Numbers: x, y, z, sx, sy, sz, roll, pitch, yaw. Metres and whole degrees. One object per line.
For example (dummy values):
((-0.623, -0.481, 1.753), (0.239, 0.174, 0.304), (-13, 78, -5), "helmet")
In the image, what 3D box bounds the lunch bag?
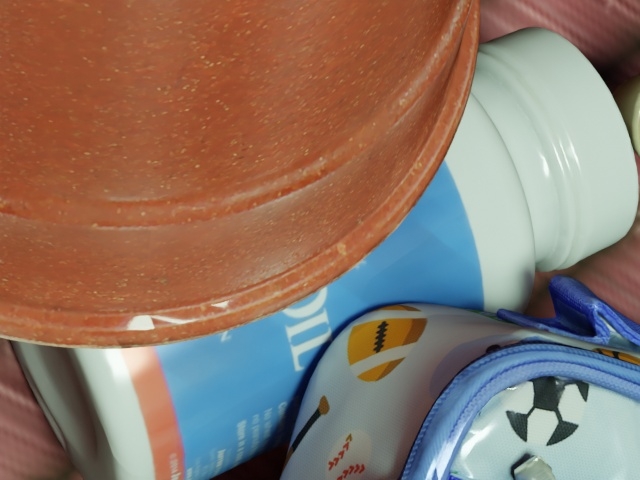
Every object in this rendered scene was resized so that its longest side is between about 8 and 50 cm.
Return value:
((0.109, 0.148, 0.657), (0.303, 0.115, 0.243), (17, 92, -29), "lunch bag")

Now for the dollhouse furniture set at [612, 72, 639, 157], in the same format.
((0.226, -0.136, 0.819), (0.355, 0.173, 0.303), (33, 81, -46), "dollhouse furniture set")

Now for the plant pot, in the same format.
((-0.056, -0.141, 0.533), (0.272, 0.265, 0.272), (4, 67, -9), "plant pot")

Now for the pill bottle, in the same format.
((0.000, 0.000, 0.698), (0.221, 0.124, 0.124), (-25, 103, -19), "pill bottle")
